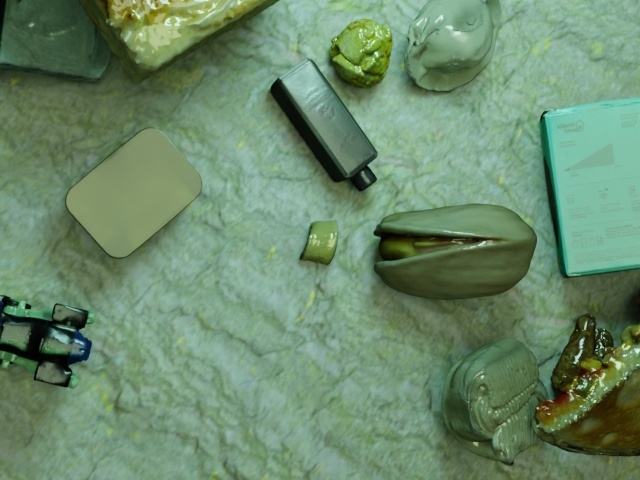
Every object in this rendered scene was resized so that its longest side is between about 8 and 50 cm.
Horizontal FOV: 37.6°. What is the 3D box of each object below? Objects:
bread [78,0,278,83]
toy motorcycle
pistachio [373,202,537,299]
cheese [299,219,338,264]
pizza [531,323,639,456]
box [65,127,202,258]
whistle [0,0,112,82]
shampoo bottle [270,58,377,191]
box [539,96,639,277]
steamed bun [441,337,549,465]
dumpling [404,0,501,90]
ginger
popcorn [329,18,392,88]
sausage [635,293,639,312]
[{"bbox_3d":[-0.229,-0.488,1.441,0.390,0.279,0.371,-36,100,-15],"label":"bread"},{"bbox_3d":[-0.515,0.132,1.432,0.331,0.196,0.125,15,83,-12],"label":"toy motorcycle"},{"bbox_3d":[0.236,0.020,1.643,0.288,0.197,0.166,-5,84,-4],"label":"pistachio"},{"bbox_3d":[0.000,-0.001,1.659,0.060,0.041,0.084,12,85,-12],"label":"cheese"},{"bbox_3d":[0.597,0.220,1.677,0.440,0.130,0.406,8,119,-34],"label":"pizza"},{"bbox_3d":[-0.309,-0.075,1.554,0.201,0.090,0.144,-44,98,-14],"label":"box"},{"bbox_3d":[-0.525,-0.349,1.460,0.404,0.188,0.168,5,85,-15],"label":"whistle"},{"bbox_3d":[0.015,-0.196,1.654,0.080,0.079,0.246,-38,97,-13],"label":"shampoo bottle"},{"bbox_3d":[0.527,-0.096,1.739,0.205,0.118,0.311,-8,89,4],"label":"box"},{"bbox_3d":[0.298,0.285,1.676,0.218,0.144,0.211,-26,106,-43],"label":"steamed bun"},{"bbox_3d":[0.253,-0.361,1.719,0.247,0.142,0.172,-37,132,-20],"label":"dumpling"},{"bbox_3d":[0.506,0.225,1.767,0.103,0.073,0.162,29,79,-13],"label":"ginger"},{"bbox_3d":[0.072,-0.333,1.672,0.106,0.121,0.116,11,53,22],"label":"popcorn"},{"bbox_3d":[0.718,0.156,1.793,0.254,0.148,0.148,30,80,-6],"label":"sausage"}]
